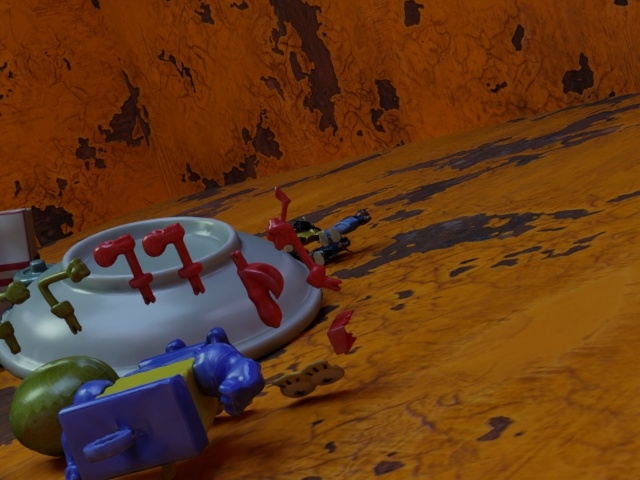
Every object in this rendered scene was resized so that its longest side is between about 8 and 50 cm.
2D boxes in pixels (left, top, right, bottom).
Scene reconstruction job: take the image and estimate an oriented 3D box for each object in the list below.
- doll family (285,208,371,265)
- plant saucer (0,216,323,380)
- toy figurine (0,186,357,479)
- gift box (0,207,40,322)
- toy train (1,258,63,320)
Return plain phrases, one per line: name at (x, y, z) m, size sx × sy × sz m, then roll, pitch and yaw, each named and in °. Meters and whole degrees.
doll family at (0.000, 0.000, 1.585) m, size 0.193 × 0.076 × 0.111 m, roll -5°, pitch 10°, yaw 35°
plant saucer at (-0.199, 0.050, 1.245) m, size 0.400 × 0.101 × 0.400 m, roll -6°, pitch 19°, yaw 2°
toy figurine at (-0.168, 0.114, 0.842) m, size 0.362 × 0.191 × 0.217 m, roll -16°, pitch 13°, yaw 18°
gift box at (-0.577, 0.084, 1.622) m, size 0.276 × 0.255 × 0.258 m, roll -13°, pitch 6°, yaw -12°
toy train at (-0.307, 0.077, 1.535) m, size 0.190 × 0.142 × 0.334 m, roll 4°, pitch 18°, yaw 36°
